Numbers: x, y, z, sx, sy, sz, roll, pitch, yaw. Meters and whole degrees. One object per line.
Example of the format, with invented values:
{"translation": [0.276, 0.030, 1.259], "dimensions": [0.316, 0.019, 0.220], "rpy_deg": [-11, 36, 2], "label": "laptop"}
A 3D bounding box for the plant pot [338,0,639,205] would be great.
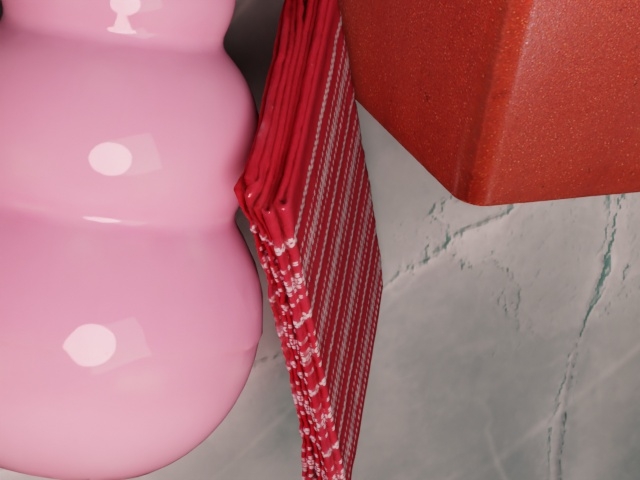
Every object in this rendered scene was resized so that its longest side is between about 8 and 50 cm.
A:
{"translation": [0.142, -0.168, 1.186], "dimensions": [0.267, 0.267, 0.236], "rpy_deg": [-6, 123, -29], "label": "plant pot"}

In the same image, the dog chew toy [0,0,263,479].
{"translation": [-0.125, -0.040, 1.108], "dimensions": [0.206, 0.206, 0.332], "rpy_deg": [2, 100, -32], "label": "dog chew toy"}

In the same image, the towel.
{"translation": [0.000, 0.000, 1.180], "dimensions": [0.031, 0.199, 0.275], "rpy_deg": [1, 137, 12], "label": "towel"}
